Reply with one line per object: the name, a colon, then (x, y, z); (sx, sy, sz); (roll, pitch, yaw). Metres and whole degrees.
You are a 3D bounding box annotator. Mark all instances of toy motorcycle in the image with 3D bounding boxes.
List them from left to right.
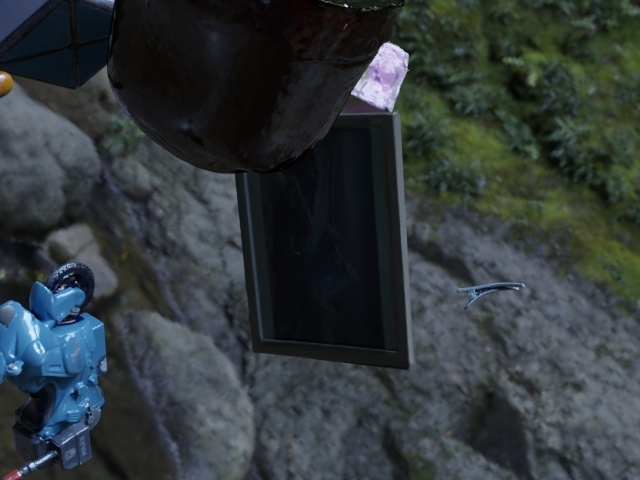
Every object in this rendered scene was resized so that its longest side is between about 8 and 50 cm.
toy motorcycle: (-0.335, 0.165, 1.302); (0.123, 0.272, 0.182); (26, 38, 34)

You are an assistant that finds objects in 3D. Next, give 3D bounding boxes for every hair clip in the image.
hair clip: (0.294, 0.092, 1.866); (0.030, 0.115, 0.039); (-11, 90, -76)

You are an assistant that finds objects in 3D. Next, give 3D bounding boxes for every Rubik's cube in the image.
Rubik's cube: (-0.504, -0.467, 2.049); (0.259, 0.260, 0.255); (1, 58, -57)

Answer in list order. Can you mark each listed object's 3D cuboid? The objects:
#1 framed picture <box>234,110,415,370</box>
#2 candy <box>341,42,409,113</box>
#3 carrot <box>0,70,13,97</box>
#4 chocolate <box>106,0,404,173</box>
framed picture: (0.000, 0.000, 1.894); (0.028, 0.326, 0.446); (-27, 115, -59)
candy: (0.079, -0.285, 2.219); (0.115, 0.265, 0.156); (24, 65, -6)
carrot: (-0.539, -0.204, 1.586); (0.043, 0.043, 0.248); (47, 37, 4)
chocolate: (-0.109, -0.264, 1.412); (0.383, 0.331, 0.384); (19, 36, -14)
